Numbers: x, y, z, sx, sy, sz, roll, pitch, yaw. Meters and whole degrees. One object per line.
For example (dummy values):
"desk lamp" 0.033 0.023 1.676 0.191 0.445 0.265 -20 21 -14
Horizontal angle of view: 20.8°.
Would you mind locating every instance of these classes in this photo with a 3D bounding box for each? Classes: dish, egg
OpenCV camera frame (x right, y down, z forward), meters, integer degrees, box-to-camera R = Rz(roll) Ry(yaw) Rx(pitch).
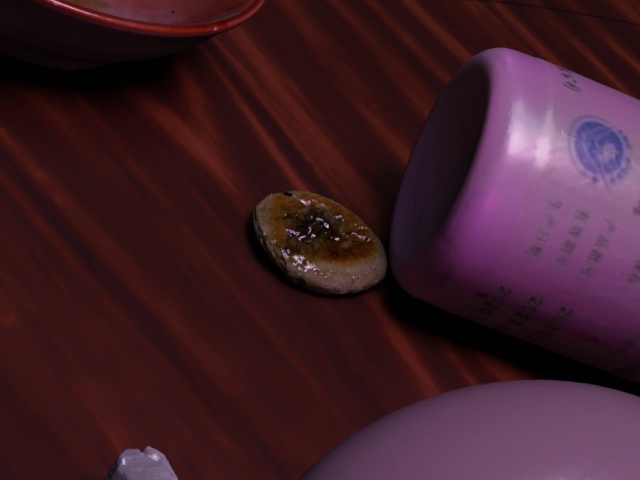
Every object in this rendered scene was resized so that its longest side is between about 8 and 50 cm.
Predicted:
"dish" -0.163 -0.170 1.013 0.260 0.085 0.260 22 32 -15
"egg" 0.082 0.142 0.687 0.232 0.176 0.176 8 38 -33

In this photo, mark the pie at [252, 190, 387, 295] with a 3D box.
"pie" -0.001 -0.001 0.964 0.084 0.021 0.084 21 33 -14

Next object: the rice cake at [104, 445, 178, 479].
"rice cake" -0.049 0.154 0.701 0.029 0.033 0.170 6 39 -39

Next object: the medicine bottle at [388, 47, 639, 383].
"medicine bottle" 0.179 0.001 0.981 0.255 0.152 0.152 20 33 -13
